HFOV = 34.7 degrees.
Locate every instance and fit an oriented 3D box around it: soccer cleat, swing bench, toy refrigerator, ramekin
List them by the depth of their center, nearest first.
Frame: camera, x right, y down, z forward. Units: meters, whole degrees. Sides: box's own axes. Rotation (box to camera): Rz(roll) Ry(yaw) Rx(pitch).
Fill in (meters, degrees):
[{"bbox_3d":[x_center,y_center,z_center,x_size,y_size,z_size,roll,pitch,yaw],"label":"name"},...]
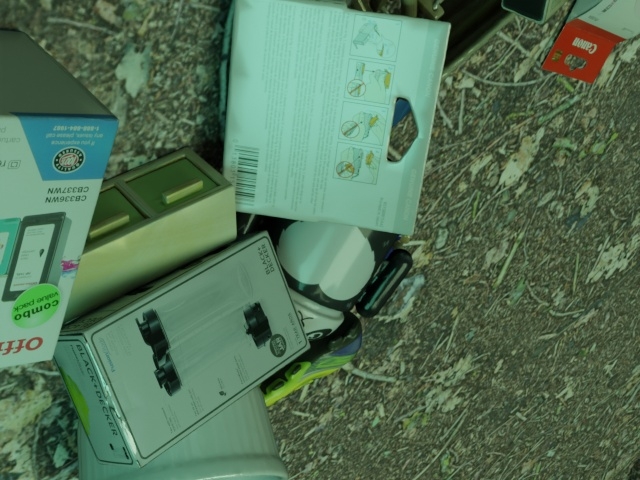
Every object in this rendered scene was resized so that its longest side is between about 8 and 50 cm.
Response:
[{"bbox_3d":[-0.235,-0.008,1.174,0.269,0.102,0.094,-26,138,-29],"label":"toy refrigerator"},{"bbox_3d":[0.166,-0.327,1.264,0.253,0.165,0.255,-42,144,-11],"label":"swing bench"},{"bbox_3d":[-0.189,0.276,1.357,0.277,0.135,0.277,-10,160,-4],"label":"ramekin"},{"bbox_3d":[-0.052,0.207,1.575,0.289,0.093,0.121,-29,146,-26],"label":"soccer cleat"}]

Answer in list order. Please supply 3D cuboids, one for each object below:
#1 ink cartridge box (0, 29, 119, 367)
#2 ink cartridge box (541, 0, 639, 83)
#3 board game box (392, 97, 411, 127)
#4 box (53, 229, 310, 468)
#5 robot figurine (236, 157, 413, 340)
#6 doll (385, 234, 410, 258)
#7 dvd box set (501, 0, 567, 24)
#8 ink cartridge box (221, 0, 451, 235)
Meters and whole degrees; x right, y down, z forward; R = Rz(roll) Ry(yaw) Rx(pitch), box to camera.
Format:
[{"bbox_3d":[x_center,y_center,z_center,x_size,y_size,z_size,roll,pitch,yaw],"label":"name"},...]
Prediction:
[{"bbox_3d":[-0.346,-0.037,0.945,0.198,0.197,0.270,-6,126,-44],"label":"ink cartridge box"},{"bbox_3d":[0.477,-0.362,1.663,0.189,0.066,0.232,3,115,-48],"label":"ink cartridge box"},{"bbox_3d":[0.110,-0.200,1.416,0.168,0.033,0.133,-44,173,-20],"label":"board game box"},{"bbox_3d":[-0.159,0.119,1.203,0.290,0.087,0.169,-33,107,-42],"label":"box"},{"bbox_3d":[0.002,0.002,1.373,0.278,0.209,0.173,-58,160,10],"label":"robot figurine"},{"bbox_3d":[0.045,0.020,1.548,0.189,0.046,0.129,-19,144,-27],"label":"doll"},{"bbox_3d":[0.352,-0.475,1.155,0.420,0.062,0.307,-44,151,-32],"label":"dvd box set"},{"bbox_3d":[0.011,-0.151,1.197,0.060,0.239,0.275,-80,178,-61],"label":"ink cartridge box"}]
